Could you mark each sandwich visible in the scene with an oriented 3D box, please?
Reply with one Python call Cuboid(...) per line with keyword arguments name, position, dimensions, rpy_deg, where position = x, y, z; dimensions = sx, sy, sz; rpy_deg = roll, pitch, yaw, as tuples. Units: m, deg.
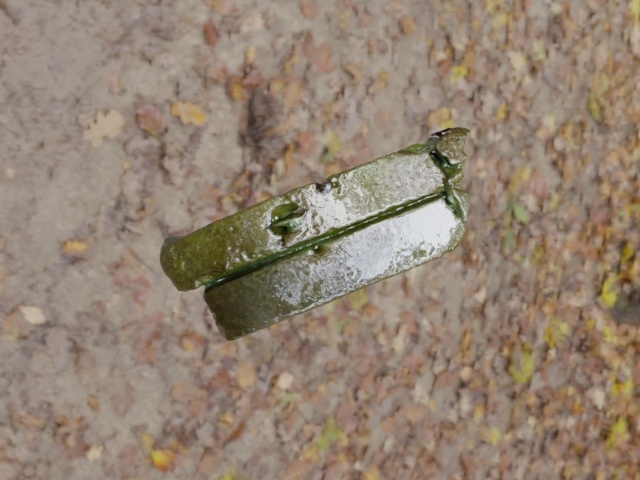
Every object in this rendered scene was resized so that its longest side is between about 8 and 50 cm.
Cuboid(name="sandwich", position=(-0.006, 0.002, 0.910), dimensions=(0.292, 0.212, 0.109), rpy_deg=(-22, 89, -24))
